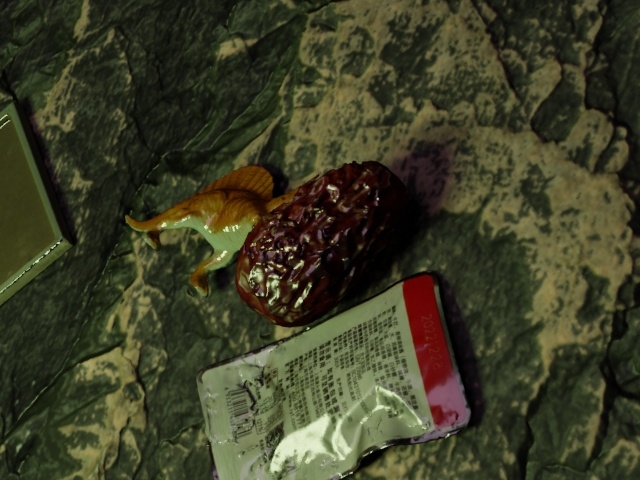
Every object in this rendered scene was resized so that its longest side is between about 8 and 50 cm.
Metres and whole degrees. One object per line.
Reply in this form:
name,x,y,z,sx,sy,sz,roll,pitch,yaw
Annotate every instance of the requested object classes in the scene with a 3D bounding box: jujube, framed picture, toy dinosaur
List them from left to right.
framed picture,-0.400,0.012,1.499,0.289,0.020,0.211,-38,52,15
toy dinosaur,-0.092,-0.030,1.282,0.142,0.057,0.212,-47,51,-7
jujube,-0.002,-0.001,1.167,0.166,0.104,0.104,-50,50,2

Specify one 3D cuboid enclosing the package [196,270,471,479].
package,0.005,0.130,1.154,0.239,0.030,0.154,-28,55,22
